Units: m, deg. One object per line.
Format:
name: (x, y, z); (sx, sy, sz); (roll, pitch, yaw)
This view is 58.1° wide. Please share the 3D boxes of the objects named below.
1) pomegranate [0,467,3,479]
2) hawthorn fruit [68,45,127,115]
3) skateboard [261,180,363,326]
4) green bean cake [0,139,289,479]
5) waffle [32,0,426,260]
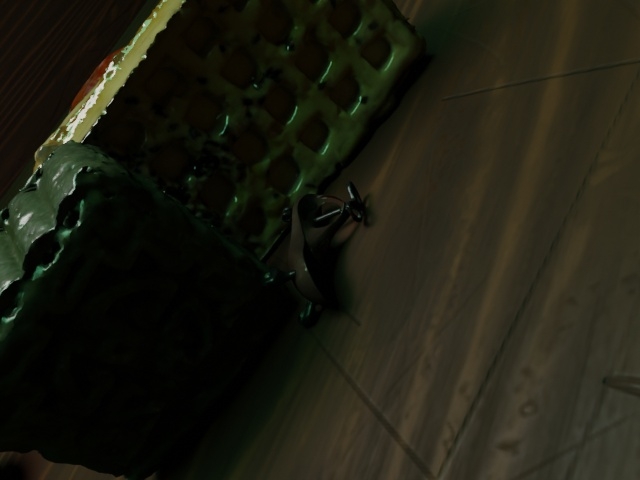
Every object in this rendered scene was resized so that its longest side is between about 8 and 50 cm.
pomegranate: (-0.522, 0.356, 0.675); (0.243, 0.242, 0.305); (-16, 55, 43)
hawthorn fruit: (-0.238, -0.195, 0.856); (0.242, 0.242, 0.271); (-21, 57, 38)
skateboard: (0.000, 0.000, 0.547); (0.080, 0.067, 0.151); (-23, 36, 22)
green bean cake: (-0.178, 0.074, 0.510); (0.241, 0.255, 0.132); (-54, 41, -5)
waffle: (-0.087, -0.149, 0.611); (0.376, 0.261, 0.114); (-51, 37, 1)
